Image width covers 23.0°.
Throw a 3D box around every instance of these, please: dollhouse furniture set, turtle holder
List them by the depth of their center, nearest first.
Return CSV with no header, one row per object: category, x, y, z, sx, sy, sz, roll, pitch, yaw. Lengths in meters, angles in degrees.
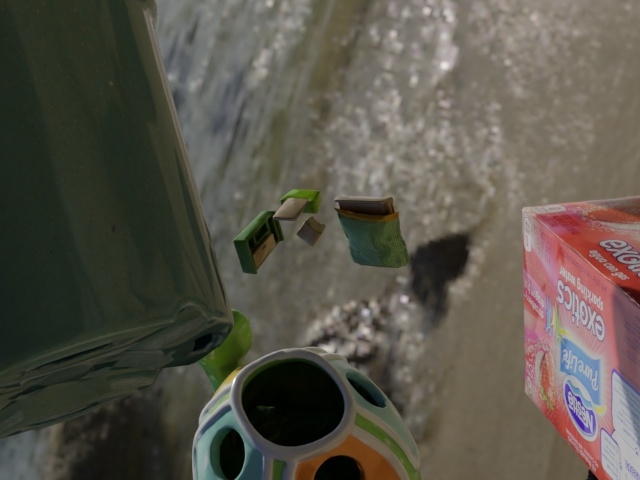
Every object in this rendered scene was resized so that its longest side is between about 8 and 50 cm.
dollhouse furniture set,0.000,0.000,1.441,0.058,0.152,0.076,-52,-43,-46
turtle holder,-0.019,0.209,1.675,0.227,0.243,0.320,79,-175,-48

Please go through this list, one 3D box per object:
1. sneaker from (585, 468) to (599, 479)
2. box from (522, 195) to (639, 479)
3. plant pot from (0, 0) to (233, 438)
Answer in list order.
sneaker,0.315,0.316,1.582,0.088,0.093,0.225,23,112,45
box,0.244,0.081,1.031,0.300,0.142,0.154,-126,32,-70
plant pot,-0.233,-0.046,1.139,0.341,0.341,0.334,-43,66,58
